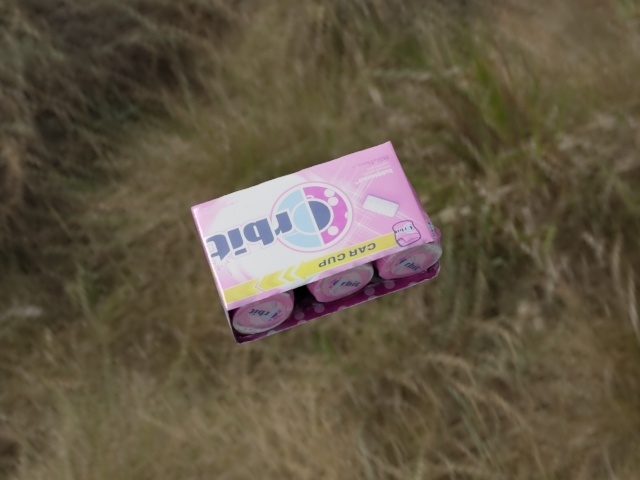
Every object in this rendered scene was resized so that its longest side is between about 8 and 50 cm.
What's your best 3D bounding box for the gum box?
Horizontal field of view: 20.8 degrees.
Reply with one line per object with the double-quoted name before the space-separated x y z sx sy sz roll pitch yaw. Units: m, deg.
"gum box" 0.000 0.000 1.446 0.188 0.062 0.107 -19 57 -4
